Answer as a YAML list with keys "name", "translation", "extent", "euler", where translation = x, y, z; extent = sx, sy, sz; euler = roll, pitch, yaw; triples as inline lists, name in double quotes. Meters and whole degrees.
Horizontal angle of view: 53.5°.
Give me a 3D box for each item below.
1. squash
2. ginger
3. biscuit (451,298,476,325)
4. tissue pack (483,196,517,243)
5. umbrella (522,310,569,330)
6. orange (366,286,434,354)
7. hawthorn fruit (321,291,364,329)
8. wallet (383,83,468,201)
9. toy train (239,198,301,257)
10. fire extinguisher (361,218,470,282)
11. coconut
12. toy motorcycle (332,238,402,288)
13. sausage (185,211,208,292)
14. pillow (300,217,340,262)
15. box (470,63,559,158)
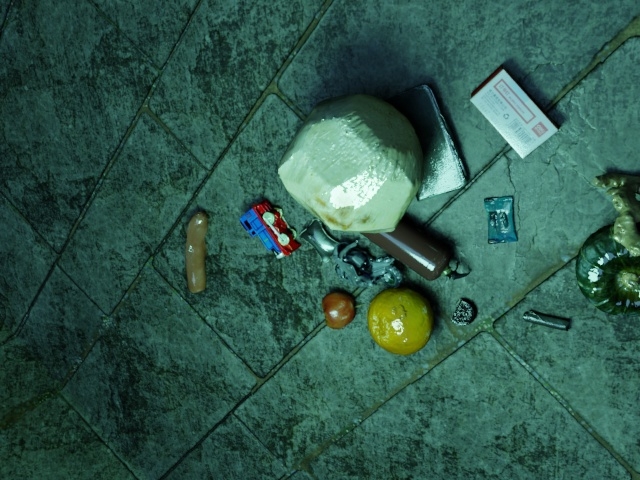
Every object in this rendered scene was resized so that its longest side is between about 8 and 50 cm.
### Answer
- name: "squash"
  translation: [0.791, 0.077, 1.638]
  extent: [0.252, 0.165, 0.252]
  euler: [11, 117, 22]
- name: "ginger"
  translation: [0.776, -0.074, 1.555]
  extent: [0.149, 0.259, 0.065]
  euler: [-9, 141, 9]
- name: "biscuit"
  translation: [0.441, 0.224, 1.969]
  extent: [0.089, 0.027, 0.087]
  euler: [-26, 98, 34]
- name: "tissue pack"
  translation: [0.512, -0.055, 1.815]
  extent: [0.085, 0.028, 0.138]
  euler: [-3, 112, 28]
- name: "umbrella"
  translation: [0.661, 0.234, 1.856]
  extent: [0.133, 0.031, 0.036]
  euler: [12, 89, 24]
- name: "orange"
  translation: [0.250, 0.249, 1.980]
  extent: [0.219, 0.193, 0.219]
  euler: [159, 90, -75]
- name: "hawthorn fruit"
  translation: [0.064, 0.234, 2.118]
  extent: [0.140, 0.125, 0.125]
  euler: [7, 114, 27]
- name: "wallet"
  translation: [0.301, -0.280, 1.821]
  extent: [0.172, 0.045, 0.318]
  euler: [-16, 103, 35]
- name: "toy train"
  translation: [-0.167, -0.034, 2.151]
  extent: [0.131, 0.082, 0.204]
  euler: [-34, 91, 34]
- name: "fire extinguisher"
  translation: [0.288, 0.022, 1.912]
  extent: [0.337, 0.135, 0.114]
  euler: [36, 127, 16]
- name: "coconut"
  translation: [0.086, -0.188, 1.770]
  extent: [0.415, 0.344, 0.416]
  euler: [18, 115, 44]
- name: "toy motorcycle"
  translation: [0.135, 0.076, 2.005]
  extent: [0.270, 0.106, 0.159]
  euler: [0, 124, 48]
- name: "sausage"
  translation: [-0.457, 0.040, 2.339]
  extent: [0.087, 0.079, 0.327]
  euler: [21, 118, 31]
- name: "pillow"
  translation: [0.001, -0.001, 2.095]
  extent: [0.091, 0.055, 0.136]
  euler: [-44, 90, 2]
- name: "box"
  translation: [0.510, -0.339, 1.681]
  extent: [0.229, 0.050, 0.123]
  euler: [48, 122, 3]
